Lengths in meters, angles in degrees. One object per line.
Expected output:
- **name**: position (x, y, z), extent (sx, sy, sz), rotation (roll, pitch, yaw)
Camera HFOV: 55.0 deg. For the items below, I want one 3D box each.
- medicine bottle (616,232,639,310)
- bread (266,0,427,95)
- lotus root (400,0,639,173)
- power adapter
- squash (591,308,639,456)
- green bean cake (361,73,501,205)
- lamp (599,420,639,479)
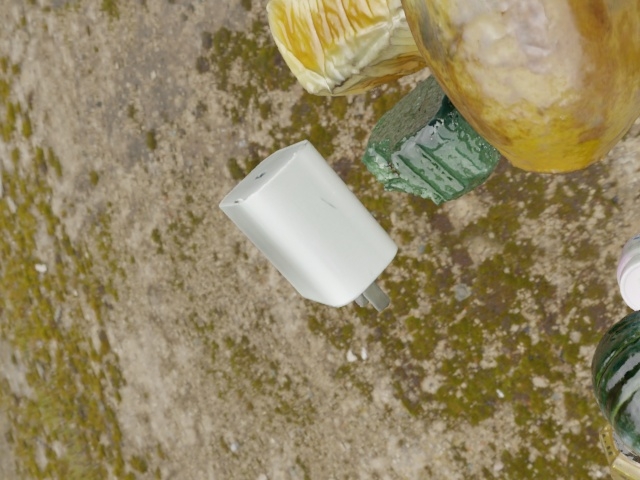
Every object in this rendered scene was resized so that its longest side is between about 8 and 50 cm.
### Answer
- **medicine bottle**: position (0.766, 0.072, 1.417), extent (0.152, 0.254, 0.152), rotation (8, 108, 28)
- **bread**: position (0.079, -0.341, 0.906), extent (0.388, 0.183, 0.236), rotation (6, 125, 59)
- **lotus root**: position (0.174, -0.152, 0.508), extent (0.199, 0.188, 0.180), rotation (38, 147, 63)
- **power adapter**: position (0.000, 0.000, 0.841), extent (0.255, 0.124, 0.187), rotation (47, 166, -15)
- **squash**: position (0.417, 0.168, 0.699), extent (0.218, 0.218, 0.172), rotation (25, 114, 37)
- **green bean cake**: position (0.223, -0.197, 1.242), extent (0.169, 0.300, 0.308), rotation (40, 139, -16)
- **lamp**: position (0.603, 0.388, 1.136), extent (0.161, 0.185, 0.161), rotation (-14, 54, 21)
